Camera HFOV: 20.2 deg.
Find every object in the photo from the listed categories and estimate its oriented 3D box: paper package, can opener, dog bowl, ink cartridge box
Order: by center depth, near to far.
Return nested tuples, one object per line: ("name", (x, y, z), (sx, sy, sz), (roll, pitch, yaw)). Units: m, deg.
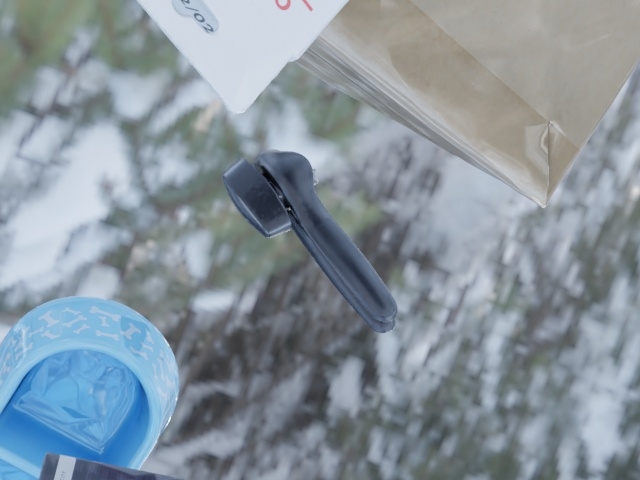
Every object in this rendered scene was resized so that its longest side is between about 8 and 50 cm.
("ink cartridge box", (-0.026, -0.146, 0.764), (0.104, 0.181, 0.061), (50, 153, -21))
("paper package", (0.006, -0.199, 1.080), (0.309, 0.168, 0.325), (32, -177, -40))
("can opener", (0.000, 0.000, 1.446), (0.186, 0.073, 0.059), (49, 174, 12))
("dog bowl", (-0.241, 0.193, 1.571), (0.166, 0.297, 0.074), (31, -168, -13))

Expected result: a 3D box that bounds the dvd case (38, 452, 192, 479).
("dvd case", (-0.096, 0.224, 1.241), (0.221, 0.018, 0.164), (12, -148, -5))
